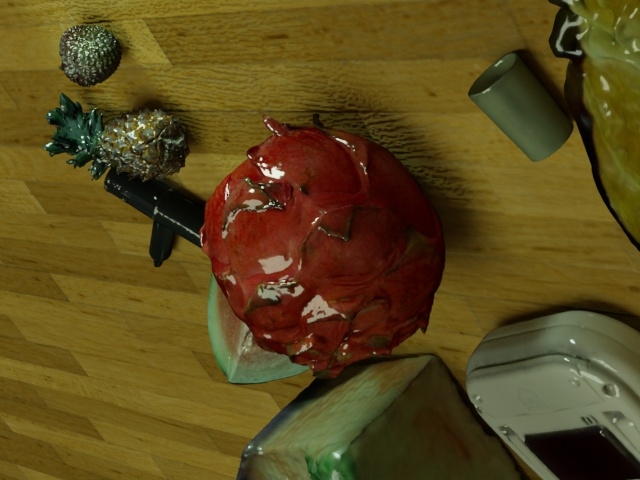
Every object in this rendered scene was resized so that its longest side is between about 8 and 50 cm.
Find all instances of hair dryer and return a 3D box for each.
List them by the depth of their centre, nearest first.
[{"bbox_3d":[-0.181,0.000,1.908,0.173,0.050,0.195,32,155,19],"label":"hair dryer"}]

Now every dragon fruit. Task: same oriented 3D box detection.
[{"bbox_3d":[0.003,0.008,1.503,0.252,0.241,0.241,45,156,26],"label":"dragon fruit"}]

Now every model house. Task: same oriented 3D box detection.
[{"bbox_3d":[0.061,0.312,1.836,0.280,0.245,0.312,-12,116,48],"label":"model house"}]

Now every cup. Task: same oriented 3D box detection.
[{"bbox_3d":[0.167,-0.111,1.310,0.083,0.054,0.075,46,150,-15],"label":"cup"}]

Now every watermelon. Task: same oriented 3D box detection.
[{"bbox_3d":[-0.050,0.054,1.826,0.207,0.136,0.202,52,123,39],"label":"watermelon"}]

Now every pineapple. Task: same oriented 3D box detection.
[{"bbox_3d":[-0.231,-0.116,1.756,0.221,0.083,0.103,6,152,46],"label":"pineapple"}]

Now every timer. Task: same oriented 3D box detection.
[{"bbox_3d":[0.276,0.180,1.553,0.237,0.087,0.262,47,152,-13],"label":"timer"}]

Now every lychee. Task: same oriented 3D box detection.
[{"bbox_3d":[-0.256,-0.204,1.680,0.083,0.068,0.067,-9,125,24],"label":"lychee"}]

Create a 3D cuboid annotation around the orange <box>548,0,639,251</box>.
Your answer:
[{"bbox_3d":[0.297,-0.119,0.966,0.271,0.210,0.368,46,158,39],"label":"orange"}]
